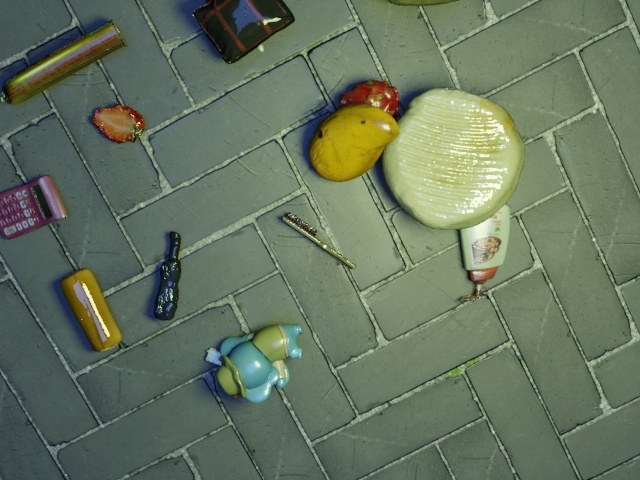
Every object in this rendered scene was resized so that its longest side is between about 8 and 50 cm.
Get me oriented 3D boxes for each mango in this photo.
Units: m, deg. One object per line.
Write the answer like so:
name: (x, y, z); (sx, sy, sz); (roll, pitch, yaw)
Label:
mango: (0.081, -0.257, 1.559); (0.177, 0.120, 0.295); (44, 137, -12)

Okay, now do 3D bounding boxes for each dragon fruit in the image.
dragon fruit: (0.131, -0.359, 1.601); (0.165, 0.133, 0.136); (3, 104, -4)

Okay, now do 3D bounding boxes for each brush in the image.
brush: (0.000, 0.000, 1.686); (0.248, 0.043, 0.036); (35, 88, -6)

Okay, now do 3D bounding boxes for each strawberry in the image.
strawberry: (-0.534, -0.313, 1.626); (0.152, 0.048, 0.104); (24, 103, 11)

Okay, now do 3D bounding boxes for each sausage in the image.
sausage: (-0.683, -0.456, 1.588); (0.371, 0.082, 0.082); (-28, 97, 2)

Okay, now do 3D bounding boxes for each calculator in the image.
calculator: (-0.792, -0.089, 1.650); (0.190, 0.034, 0.127); (-20, 98, 6)

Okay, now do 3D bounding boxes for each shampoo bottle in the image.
shampoo bottle: (0.442, 0.032, 1.692); (0.153, 0.071, 0.284); (2, 96, -1)

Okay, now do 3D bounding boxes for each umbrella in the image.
umbrella: (-0.408, 0.100, 1.673); (0.070, 0.071, 0.248); (12, 93, -4)

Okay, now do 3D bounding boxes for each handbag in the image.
handbag: (-0.197, -0.572, 1.547); (0.215, 0.155, 0.169); (-32, 104, 9)

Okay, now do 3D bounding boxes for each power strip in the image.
power strip: (-0.283, 0.335, 1.730); (0.090, 0.016, 0.040); (21, 95, -5)

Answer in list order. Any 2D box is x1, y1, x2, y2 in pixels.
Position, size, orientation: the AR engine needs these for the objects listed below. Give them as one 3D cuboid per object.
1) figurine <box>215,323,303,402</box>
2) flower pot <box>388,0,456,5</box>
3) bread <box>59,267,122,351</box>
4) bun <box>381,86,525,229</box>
figurine: (-0.159, 0.334, 1.667); (0.261, 0.154, 0.180); (-19, 93, -3)
flower pot: (0.249, -0.703, 1.489); (0.301, 0.302, 0.213); (-3, 98, -2)
bread: (-0.628, 0.196, 1.672); (0.092, 0.074, 0.239); (-24, 98, -4)
bun: (0.338, -0.204, 1.581); (0.365, 0.219, 0.365); (0, 90, 13)
